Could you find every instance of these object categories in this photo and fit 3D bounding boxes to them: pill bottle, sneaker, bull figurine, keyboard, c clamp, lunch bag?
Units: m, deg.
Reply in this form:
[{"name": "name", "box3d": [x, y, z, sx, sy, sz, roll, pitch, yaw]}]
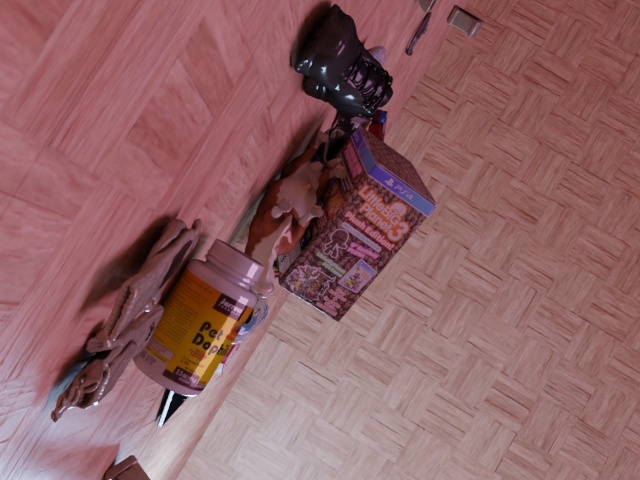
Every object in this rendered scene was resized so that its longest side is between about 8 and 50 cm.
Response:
[{"name": "pill bottle", "box3d": [-0.171, 0.109, 1.156, 0.215, 0.117, 0.117, -59, 176, -1]}, {"name": "sneaker", "box3d": [-0.174, 0.168, 1.912, 0.237, 0.085, 0.086, -58, 171, -67]}, {"name": "sneaker", "box3d": [0.035, -0.186, 1.687, 0.163, 0.086, 0.226, -55, -178, 41]}, {"name": "bull figurine", "box3d": [-0.055, -0.049, 1.406, 0.188, 0.101, 0.310, -40, -157, 50]}, {"name": "sneaker", "box3d": [0.044, -0.241, 1.123, 0.109, 0.130, 0.286, -57, 175, 3]}, {"name": "keyboard", "box3d": [-0.283, 0.281, 1.764, 0.201, 0.033, 0.317, -47, 171, -40]}, {"name": "sneaker", "box3d": [0.075, -0.293, 1.732, 0.178, 0.072, 0.077, 132, -20, -63]}, {"name": "c clamp", "box3d": [0.290, -0.602, 2.342, 0.161, 0.022, 0.137, -57, 176, -33]}, {"name": "lunch bag", "box3d": [0.087, -0.337, 1.528, 0.083, 0.053, 0.071, -49, -179, 38]}]

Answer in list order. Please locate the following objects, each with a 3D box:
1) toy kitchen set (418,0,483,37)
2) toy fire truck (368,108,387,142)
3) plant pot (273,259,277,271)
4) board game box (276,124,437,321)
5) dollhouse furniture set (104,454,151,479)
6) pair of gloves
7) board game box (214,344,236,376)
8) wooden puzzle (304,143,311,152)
[{"name": "toy kitchen set", "box3d": [0.348, -0.613, 1.872, 0.207, 0.166, 0.122, -60, 176, 28]}, {"name": "toy fire truck", "box3d": [0.160, -0.276, 2.434, 0.302, 0.169, 0.254, -46, 143, -77]}, {"name": "plant pot", "box3d": [0.000, 0.000, 1.836, 0.228, 0.227, 0.207, -57, -178, -27]}, {"name": "board game box", "box3d": [0.054, -0.037, 1.509, 0.291, 0.141, 0.232, -51, -161, 17]}, {"name": "dollhouse furniture set", "box3d": [-0.454, 0.642, 1.499, 0.394, 0.256, 0.362, -30, 160, -34]}, {"name": "pair of gloves", "box3d": [-0.220, 0.085, 0.915, 0.240, 0.042, 0.204, -59, 180, 31]}, {"name": "board game box", "box3d": [-0.234, 0.263, 2.153, 0.193, 0.045, 0.147, -57, 176, -24]}, {"name": "wooden puzzle", "box3d": [-0.027, -0.177, 1.647, 0.049, 0.006, 0.083, -59, 176, 6]}]
